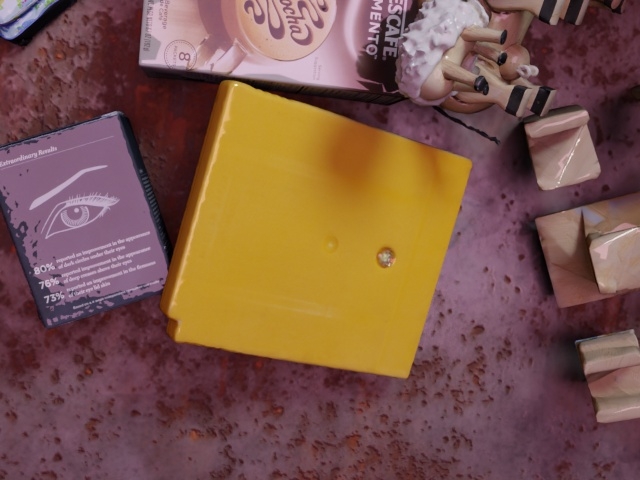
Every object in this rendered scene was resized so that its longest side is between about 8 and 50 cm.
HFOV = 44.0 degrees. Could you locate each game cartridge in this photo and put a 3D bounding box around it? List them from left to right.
[{"bbox_3d":[0.000,0.000,0.905,0.324,0.053,0.285,14,94,-27],"label":"game cartridge"}]

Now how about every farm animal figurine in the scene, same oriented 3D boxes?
[{"bbox_3d":[0.203,-0.274,0.847,0.172,0.330,0.326,29,99,31],"label":"farm animal figurine"}]

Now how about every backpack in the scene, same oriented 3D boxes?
[{"bbox_3d":[-0.341,-0.287,0.862,0.105,0.084,0.114,-42,97,-3],"label":"backpack"}]

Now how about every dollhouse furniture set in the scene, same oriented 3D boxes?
[{"bbox_3d":[0.472,-0.026,0.963,0.394,0.256,0.361,-15,98,16],"label":"dollhouse furniture set"}]

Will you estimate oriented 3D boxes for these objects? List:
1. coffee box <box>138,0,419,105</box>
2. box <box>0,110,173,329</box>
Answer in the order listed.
[{"bbox_3d":[-0.041,-0.253,0.885,0.297,0.119,0.168,5,95,-8],"label":"coffee box"},{"bbox_3d":[-0.261,-0.026,0.890,0.153,0.108,0.207,-17,98,-5],"label":"box"}]
